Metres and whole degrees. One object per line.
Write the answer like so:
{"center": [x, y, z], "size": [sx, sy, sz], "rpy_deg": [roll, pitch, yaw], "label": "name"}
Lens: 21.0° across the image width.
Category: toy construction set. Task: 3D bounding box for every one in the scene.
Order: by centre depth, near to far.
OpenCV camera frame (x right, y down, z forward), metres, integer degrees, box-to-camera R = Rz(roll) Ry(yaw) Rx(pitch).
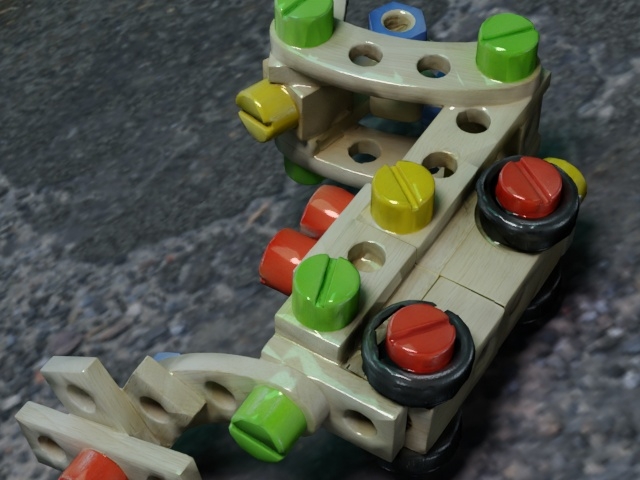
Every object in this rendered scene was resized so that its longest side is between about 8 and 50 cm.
{"center": [0.000, 0.000, 0.818], "size": [0.215, 0.151, 0.327], "rpy_deg": [26, 68, 19], "label": "toy construction set"}
